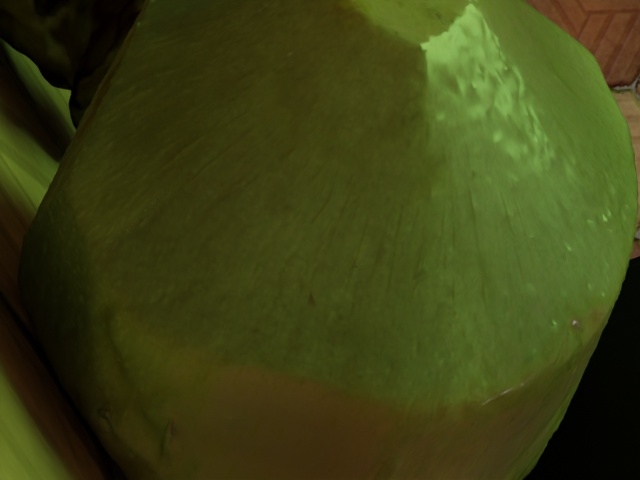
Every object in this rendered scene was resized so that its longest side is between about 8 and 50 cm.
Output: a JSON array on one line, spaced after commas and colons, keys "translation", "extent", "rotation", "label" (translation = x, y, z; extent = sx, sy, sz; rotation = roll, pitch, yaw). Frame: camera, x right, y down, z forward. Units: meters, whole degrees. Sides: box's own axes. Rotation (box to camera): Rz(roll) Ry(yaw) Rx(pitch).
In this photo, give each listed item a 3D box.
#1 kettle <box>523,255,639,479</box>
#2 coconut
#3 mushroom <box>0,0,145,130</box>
[{"translation": [0.174, 0.156, 0.710], "extent": [0.268, 0.207, 0.290], "rotation": [109, -30, -57], "label": "kettle"}, {"translation": [0.007, -0.001, 0.627], "extent": [0.197, 0.237, 0.237], "rotation": [26, 1, 6], "label": "coconut"}, {"translation": [-0.143, -0.257, 0.866], "extent": [0.334, 0.356, 0.331], "rotation": [16, 14, 6], "label": "mushroom"}]
